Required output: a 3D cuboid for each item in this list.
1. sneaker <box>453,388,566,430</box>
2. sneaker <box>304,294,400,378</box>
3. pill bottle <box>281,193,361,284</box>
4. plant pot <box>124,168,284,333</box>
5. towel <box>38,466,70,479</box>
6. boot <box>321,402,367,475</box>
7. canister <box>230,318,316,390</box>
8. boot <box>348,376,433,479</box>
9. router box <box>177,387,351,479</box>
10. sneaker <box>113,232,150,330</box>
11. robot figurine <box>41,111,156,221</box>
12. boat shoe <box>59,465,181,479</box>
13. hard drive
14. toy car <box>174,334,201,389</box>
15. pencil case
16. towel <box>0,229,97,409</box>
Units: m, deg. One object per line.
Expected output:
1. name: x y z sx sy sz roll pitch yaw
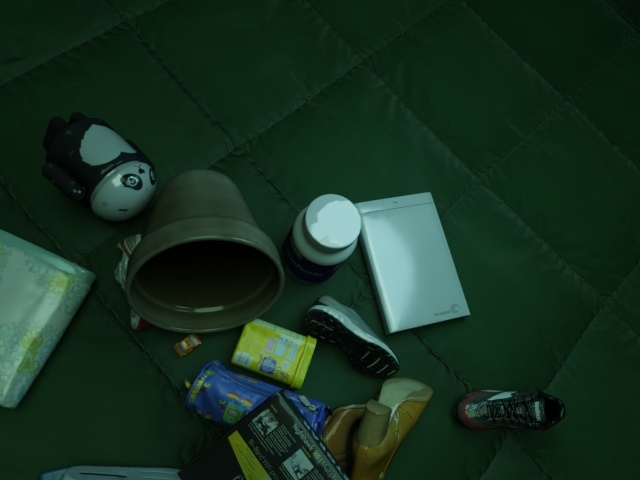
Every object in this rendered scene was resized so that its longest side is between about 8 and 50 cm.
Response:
1. sneaker: 0.467 0.410 1.268 0.276 0.135 0.097 3 72 -11
2. sneaker: 0.089 0.228 1.264 0.271 0.100 0.108 41 30 -8
3. pill bottle: 0.000 0.000 1.230 0.153 0.265 0.153 4 70 -12
4. plant pot: -0.257 0.004 1.161 0.323 0.323 0.280 -2 47 -14
5. towel: -0.528 0.521 1.046 0.067 0.029 0.119 -5 73 -15
6. boot: 0.043 0.460 1.184 0.197 0.073 0.152 -17 74 -6
7. canister: -0.109 0.259 1.217 0.170 0.073 0.126 22 67 -4
8. boot: 0.152 0.443 1.196 0.104 0.295 0.211 20 103 32
9. router box: -0.079 0.481 0.993 0.243 0.081 0.309 -38 81 -3
10. sneaker: -0.422 0.097 1.204 0.092 0.088 0.225 -9 72 5
11. robot figurine: -0.512 -0.173 1.218 0.278 0.173 0.209 44 75 5
12. boat shoe: -0.354 0.534 1.050 0.335 0.121 0.119 13 91 -10
13. hard drive: 0.235 0.053 1.387 0.233 0.047 0.353 -10 74 -16
14. toy car: -0.291 0.271 1.185 0.060 0.040 0.122 -16 75 -18
15. pencil case: -0.132 0.356 1.116 0.306 0.133 0.119 20 25 7
16. towel: -0.726 0.131 1.109 0.374 0.090 0.320 26 70 -4
